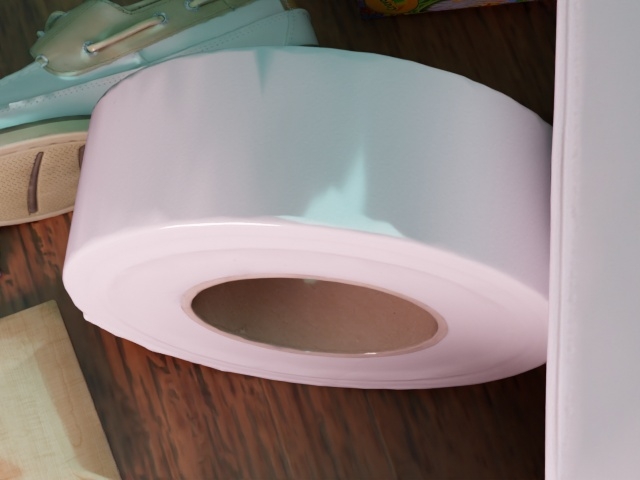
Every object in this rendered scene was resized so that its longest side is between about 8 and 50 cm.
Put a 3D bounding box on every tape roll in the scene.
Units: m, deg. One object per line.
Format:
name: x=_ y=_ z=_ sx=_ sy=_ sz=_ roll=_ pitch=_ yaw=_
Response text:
tape roll: x=0.000 y=0.000 z=0.817 sx=0.286 sy=0.286 sz=0.100 roll=8 pitch=70 yaw=-4

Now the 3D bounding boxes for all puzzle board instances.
puzzle board: x=-0.190 y=0.110 z=0.900 sx=0.096 sy=0.011 sz=0.128 roll=-20 pitch=73 yaw=-12

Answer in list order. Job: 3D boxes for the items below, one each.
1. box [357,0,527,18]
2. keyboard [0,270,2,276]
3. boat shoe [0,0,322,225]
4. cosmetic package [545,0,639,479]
box: x=0.141 y=-0.270 z=0.885 sx=0.279 sy=0.290 sz=0.177 roll=-6 pitch=82 yaw=5
keyboard: x=-0.297 y=0.024 z=0.913 sx=0.180 sy=0.023 sz=0.108 roll=-17 pitch=73 yaw=-11
boat shoe: x=-0.143 y=-0.095 z=0.933 sx=0.302 sy=0.113 sz=0.103 roll=-18 pitch=71 yaw=-23
cosmetic package: x=0.328 y=-0.001 z=0.727 sx=0.393 sy=0.329 sz=0.327 roll=0 pitch=76 yaw=15
